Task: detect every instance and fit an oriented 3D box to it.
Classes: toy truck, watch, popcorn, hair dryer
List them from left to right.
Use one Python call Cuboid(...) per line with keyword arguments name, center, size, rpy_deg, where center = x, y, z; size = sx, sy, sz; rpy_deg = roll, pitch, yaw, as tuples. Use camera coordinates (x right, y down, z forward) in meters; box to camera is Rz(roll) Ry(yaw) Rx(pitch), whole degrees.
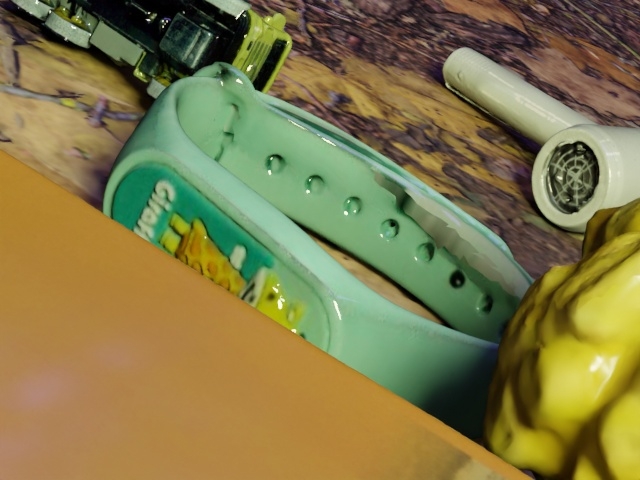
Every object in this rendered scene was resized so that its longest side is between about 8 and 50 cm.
Cuboid(name="toy truck", center=(-0.094, -0.131, 0.962), size=(0.169, 0.077, 0.100), rpy_deg=(33, 9, 25))
Cuboid(name="watch", center=(0.000, 0.000, 0.782), size=(0.237, 0.068, 0.195), rpy_deg=(37, 24, 22))
Cuboid(name="hair dryer", center=(0.155, -0.080, 1.129), size=(0.131, 0.073, 0.236), rpy_deg=(3, 29, -42))
Cuboid(name="popcorn", center=(0.167, 0.061, 0.609), size=(0.226, 0.203, 0.200), rpy_deg=(39, -16, -32))

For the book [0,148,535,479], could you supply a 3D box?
Cuboid(name="book", center=(-0.067, 0.100, 0.448), size=(0.374, 0.028, 0.262), rpy_deg=(32, 40, 10))
